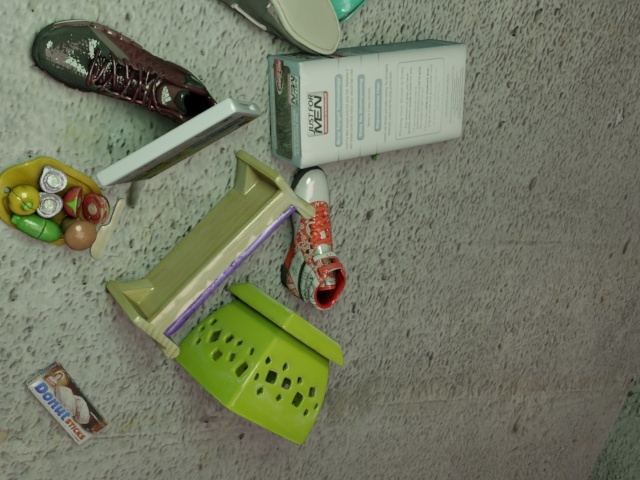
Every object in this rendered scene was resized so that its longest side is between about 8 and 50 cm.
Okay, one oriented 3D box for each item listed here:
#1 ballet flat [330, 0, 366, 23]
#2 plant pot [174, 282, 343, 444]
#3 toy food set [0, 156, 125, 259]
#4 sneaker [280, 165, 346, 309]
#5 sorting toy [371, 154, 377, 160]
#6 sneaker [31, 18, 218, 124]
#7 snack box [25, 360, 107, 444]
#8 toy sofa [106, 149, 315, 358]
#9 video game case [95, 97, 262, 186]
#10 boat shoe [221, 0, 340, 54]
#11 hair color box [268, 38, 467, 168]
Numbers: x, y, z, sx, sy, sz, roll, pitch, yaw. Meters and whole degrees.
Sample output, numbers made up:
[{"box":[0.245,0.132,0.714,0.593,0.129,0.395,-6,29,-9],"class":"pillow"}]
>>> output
[{"box":[0.091,-0.483,1.332,0.247,0.083,0.087,-43,126,-10],"class":"ballet flat"},{"box":[-0.105,0.224,1.474,0.228,0.227,0.207,41,81,-42],"class":"plant pot"},{"box":[-0.400,-0.043,1.211,0.218,0.071,0.128,29,94,-42],"class":"toy food set"},{"box":[0.001,0.001,1.478,0.090,0.145,0.270,-6,116,-34],"class":"sneaker"},{"box":[0.110,-0.202,1.540,0.062,0.012,0.083,8,108,-37],"class":"sorting toy"},{"box":[-0.269,-0.243,1.139,0.281,0.162,0.106,10,107,-39],"class":"sneaker"},{"box":[-0.455,0.295,1.383,0.064,0.022,0.178,-35,130,-15],"class":"snack box"},{"box":[-0.180,0.033,1.361,0.362,0.150,0.177,-46,130,-8],"class":"toy sofa"},{"box":[-0.209,-0.151,1.176,0.227,0.206,0.026,-28,94,9],"class":"video game case"},{"box":[-0.098,-0.408,1.232,0.335,0.095,0.112,29,77,-44],"class":"boat shoe"},{"box":[0.093,-0.262,1.421,0.374,0.113,0.185,-14,115,-31],"class":"hair color box"}]
